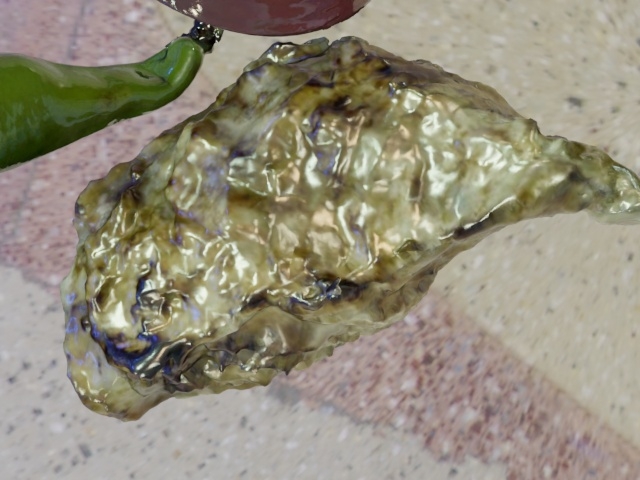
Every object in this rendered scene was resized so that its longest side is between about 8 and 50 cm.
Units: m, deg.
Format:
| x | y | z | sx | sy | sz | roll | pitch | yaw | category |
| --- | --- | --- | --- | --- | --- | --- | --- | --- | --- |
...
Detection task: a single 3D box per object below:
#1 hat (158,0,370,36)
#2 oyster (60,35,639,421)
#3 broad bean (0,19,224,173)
| x | y | z | sx | sy | sz | roll | pitch | yaw | category |
| --- | --- | --- | --- | --- | --- | --- | --- | --- | --- |
| -0.052 | -0.199 | 0.837 | 0.205 | 0.089 | 0.205 | 6 | 70 | -18 | hat |
| 0.002 | -0.028 | 0.929 | 0.396 | 0.111 | 0.204 | -24 | 95 | 5 | oyster |
| -0.182 | -0.093 | 0.881 | 0.056 | 0.318 | 0.098 | 8 | 122 | 52 | broad bean |
